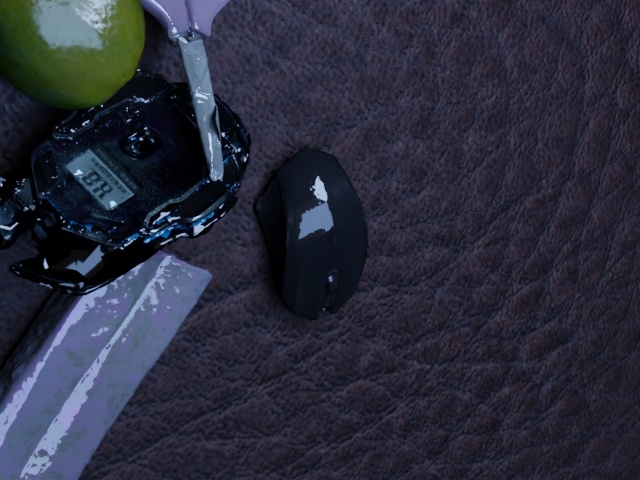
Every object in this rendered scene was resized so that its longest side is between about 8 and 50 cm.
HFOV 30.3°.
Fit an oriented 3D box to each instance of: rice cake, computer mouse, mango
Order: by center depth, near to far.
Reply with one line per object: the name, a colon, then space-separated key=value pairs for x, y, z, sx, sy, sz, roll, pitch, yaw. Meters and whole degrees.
mango: x=-0.198 y=-0.185 z=0.853 sx=0.122 sy=0.085 sz=0.191 roll=-28 pitch=116 yaw=-5
computer mouse: x=-0.151 y=-0.041 z=0.919 sx=0.241 sy=0.146 sz=0.077 roll=-35 pitch=165 yaw=-36
rice cake: x=-0.212 y=0.124 z=0.964 sx=0.106 sy=0.050 sz=0.298 roll=38 pitch=81 yaw=-38
computer mouse: x=0.000 y=0.000 z=1.073 sx=0.099 sy=0.057 sz=0.172 roll=-19 pitch=116 yaw=-28

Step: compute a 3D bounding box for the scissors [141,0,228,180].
scissors: x=-0.099 y=-0.148 z=0.919 sx=0.110 sy=0.021 sz=0.212 roll=-3 pitch=73 yaw=-36
